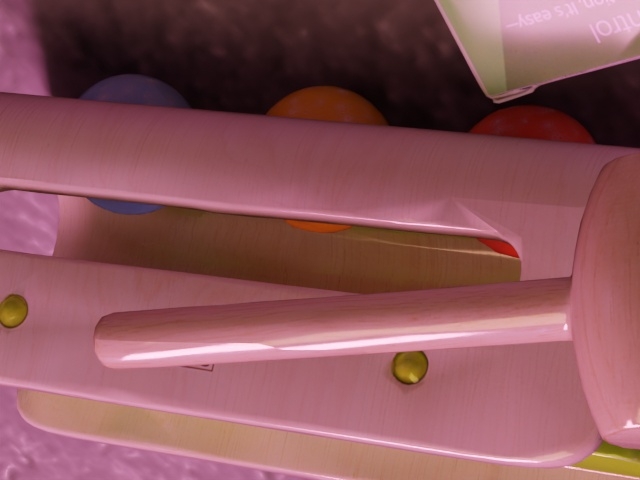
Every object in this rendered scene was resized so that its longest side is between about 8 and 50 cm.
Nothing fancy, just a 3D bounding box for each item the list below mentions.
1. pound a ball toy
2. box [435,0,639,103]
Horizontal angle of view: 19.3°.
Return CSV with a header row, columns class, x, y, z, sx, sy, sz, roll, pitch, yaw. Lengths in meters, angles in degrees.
class,x,y,z,sx,sy,sz,roll,pitch,yaw
pound a ball toy,0.000,0.000,0.622,0.319,0.135,0.208,6,165,24
box,0.079,-0.203,0.492,0.232,0.058,0.322,-12,119,35
